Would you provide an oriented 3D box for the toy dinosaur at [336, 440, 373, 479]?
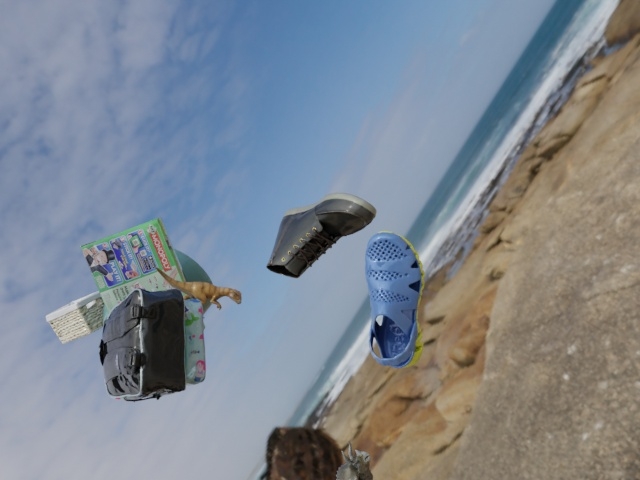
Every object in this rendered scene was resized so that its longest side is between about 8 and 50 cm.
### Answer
[{"bbox_3d":[0.080,0.682,1.487,0.121,0.160,0.313,54,-121,-78],"label":"toy dinosaur"}]

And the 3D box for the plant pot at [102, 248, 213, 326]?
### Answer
[{"bbox_3d":[-0.493,0.196,1.731,0.293,0.293,0.235,116,179,-46],"label":"plant pot"}]

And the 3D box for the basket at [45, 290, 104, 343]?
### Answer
[{"bbox_3d":[-0.715,0.230,1.763,0.167,0.103,0.113,-20,9,32],"label":"basket"}]

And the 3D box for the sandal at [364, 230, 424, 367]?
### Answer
[{"bbox_3d":[0.154,0.137,1.253,0.138,0.126,0.317,-25,-73,-64],"label":"sandal"}]

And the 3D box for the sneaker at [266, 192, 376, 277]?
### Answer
[{"bbox_3d":[0.000,0.000,0.973,0.222,0.083,0.118,-15,48,52],"label":"sneaker"}]

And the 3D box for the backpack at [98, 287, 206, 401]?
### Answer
[{"bbox_3d":[-0.359,0.222,1.235,0.191,0.225,0.254,9,-24,-41],"label":"backpack"}]

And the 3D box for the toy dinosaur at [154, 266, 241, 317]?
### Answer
[{"bbox_3d":[-0.290,0.118,1.362,0.064,0.212,0.112,-114,42,-60],"label":"toy dinosaur"}]

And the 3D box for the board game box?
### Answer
[{"bbox_3d":[-0.458,0.124,1.532,0.214,0.317,0.046,-20,7,0],"label":"board game box"}]
